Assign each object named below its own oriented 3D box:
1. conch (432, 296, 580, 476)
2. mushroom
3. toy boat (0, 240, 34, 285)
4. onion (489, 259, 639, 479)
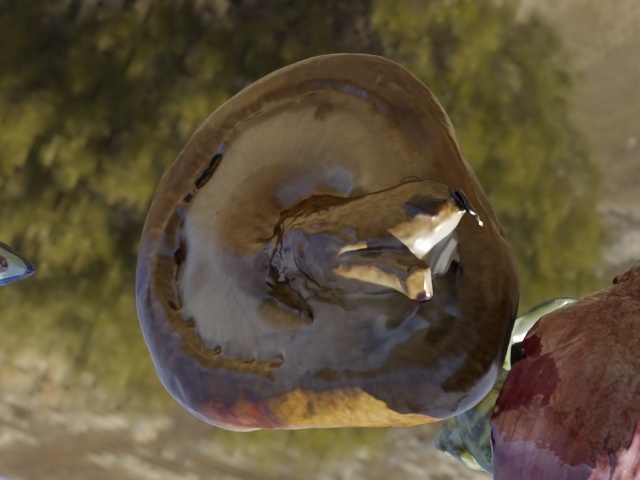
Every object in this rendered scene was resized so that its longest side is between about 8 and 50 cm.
[{"bbox_3d":[0.206,0.161,1.962,0.181,0.187,0.124,-9,170,-27],"label":"conch"},{"bbox_3d":[0.000,0.000,1.588,0.345,0.345,0.259,21,171,28],"label":"mushroom"},{"bbox_3d":[-0.353,0.007,1.645,0.228,0.080,0.046,10,176,10],"label":"toy boat"},{"bbox_3d":[0.253,0.126,1.500,0.227,0.284,0.120,27,152,-28],"label":"onion"}]
